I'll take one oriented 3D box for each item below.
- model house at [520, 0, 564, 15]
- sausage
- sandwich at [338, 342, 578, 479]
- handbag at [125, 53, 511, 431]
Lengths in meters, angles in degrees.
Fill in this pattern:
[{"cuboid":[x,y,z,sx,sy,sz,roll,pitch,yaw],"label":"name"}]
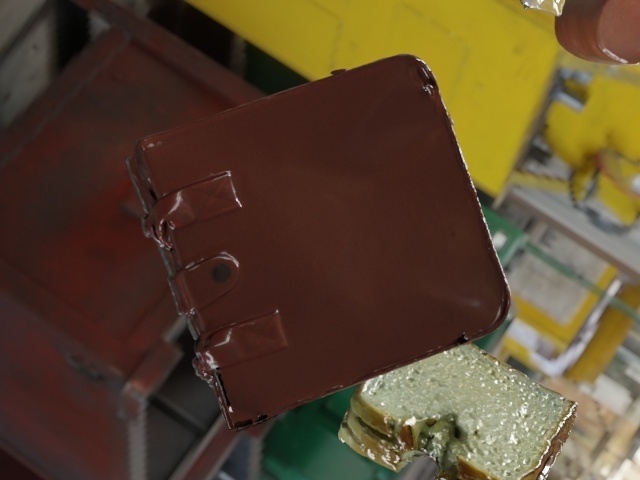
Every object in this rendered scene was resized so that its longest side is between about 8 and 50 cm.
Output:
[{"cuboid":[0.249,-0.352,1.495,0.136,0.207,0.219,-18,-150,39],"label":"model house"},{"cuboid":[0.334,-0.253,1.757,0.114,0.113,0.259,-58,-171,5],"label":"sausage"},{"cuboid":[0.184,0.241,2.042,0.249,0.273,0.095,-42,157,-52],"label":"sandwich"},{"cuboid":[0.001,0.000,1.285,0.275,0.260,0.084,-19,-179,-17],"label":"handbag"}]
